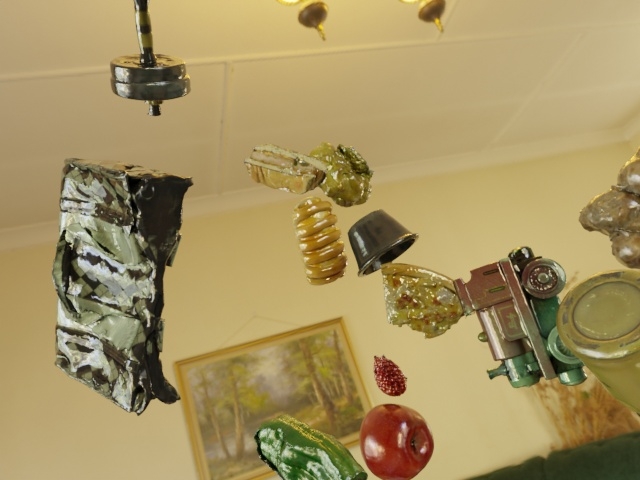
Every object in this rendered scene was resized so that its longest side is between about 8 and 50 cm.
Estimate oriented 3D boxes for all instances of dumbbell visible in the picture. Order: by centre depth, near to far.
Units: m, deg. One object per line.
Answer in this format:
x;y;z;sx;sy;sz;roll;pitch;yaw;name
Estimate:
-0.394;-0.474;1.120;0.185;0.185;0.388;-10;-58;-22;dumbbell

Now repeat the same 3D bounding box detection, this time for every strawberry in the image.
0.237;0.498;1.800;0.121;0.082;0.188;-11;-54;31;strawberry

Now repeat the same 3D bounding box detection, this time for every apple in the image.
0.262;0.691;1.730;0.260;0.260;0.216;-2;-10;-36;apple

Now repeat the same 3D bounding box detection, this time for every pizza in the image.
0.305;0.194;1.507;0.089;0.323;0.223;-61;-7;-70;pizza

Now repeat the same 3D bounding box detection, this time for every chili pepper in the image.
-0.024;0.614;1.394;0.167;0.213;0.385;-15;16;-36;chili pepper

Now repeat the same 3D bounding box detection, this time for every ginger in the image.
0.929;-0.114;1.457;0.176;0.256;0.375;12;-74;-40;ginger

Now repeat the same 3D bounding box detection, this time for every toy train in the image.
0.435;0.173;1.075;0.221;0.304;0.150;-21;-17;14;toy train

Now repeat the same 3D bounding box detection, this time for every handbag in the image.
-0.349;0.072;0.894;0.180;0.416;0.317;-1;11;-45;handbag

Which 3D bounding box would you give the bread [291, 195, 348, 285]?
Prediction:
0.000;0.000;1.742;0.173;0.311;0.121;-24;15;-31;bread

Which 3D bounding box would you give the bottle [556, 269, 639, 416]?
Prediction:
0.571;0.217;0.873;0.171;0.171;0.351;-33;-61;28;bottle

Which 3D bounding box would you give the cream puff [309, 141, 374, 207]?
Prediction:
0.090;-0.258;1.873;0.185;0.282;0.282;-43;-30;24;cream puff

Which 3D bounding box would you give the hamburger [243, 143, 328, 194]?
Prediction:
-0.104;-0.222;1.614;0.262;0.124;0.131;17;-38;17;hamburger

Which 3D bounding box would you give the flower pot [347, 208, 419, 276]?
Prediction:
0.182;-0.005;1.612;0.235;0.148;0.235;-30;-15;-9;flower pot
